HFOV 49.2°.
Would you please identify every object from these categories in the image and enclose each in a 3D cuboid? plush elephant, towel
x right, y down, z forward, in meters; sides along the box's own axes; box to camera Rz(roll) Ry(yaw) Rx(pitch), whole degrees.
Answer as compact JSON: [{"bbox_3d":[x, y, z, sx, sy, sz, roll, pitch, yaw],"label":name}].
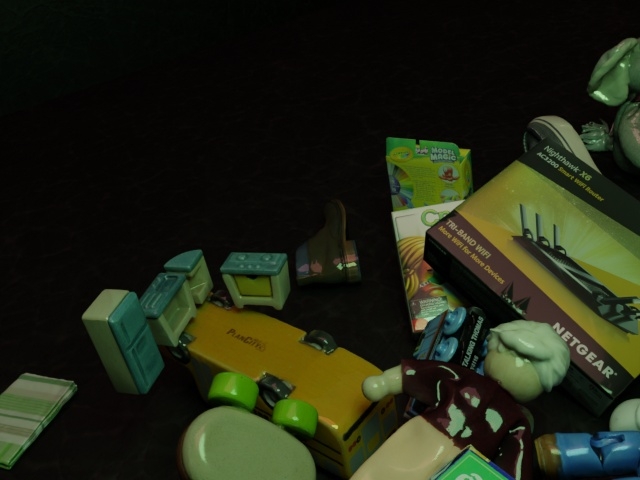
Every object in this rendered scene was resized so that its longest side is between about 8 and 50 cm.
[{"bbox_3d":[0.618,-0.254,1.244,0.272,0.255,0.330,-34,39,-31],"label":"plush elephant"},{"bbox_3d":[-0.436,0.257,1.006,0.113,0.023,0.152,3,37,25],"label":"towel"}]

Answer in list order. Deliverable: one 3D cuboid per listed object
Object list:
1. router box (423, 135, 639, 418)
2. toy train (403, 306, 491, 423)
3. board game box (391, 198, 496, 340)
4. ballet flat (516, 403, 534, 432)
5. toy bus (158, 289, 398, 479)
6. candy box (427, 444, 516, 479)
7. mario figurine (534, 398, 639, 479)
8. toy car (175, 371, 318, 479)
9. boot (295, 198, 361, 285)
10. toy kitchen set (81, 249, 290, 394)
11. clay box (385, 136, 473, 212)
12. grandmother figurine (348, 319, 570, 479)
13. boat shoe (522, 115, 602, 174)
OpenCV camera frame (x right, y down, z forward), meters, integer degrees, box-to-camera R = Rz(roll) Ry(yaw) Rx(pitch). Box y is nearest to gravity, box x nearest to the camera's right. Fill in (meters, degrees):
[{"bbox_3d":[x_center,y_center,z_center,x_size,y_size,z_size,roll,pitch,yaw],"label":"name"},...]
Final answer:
[{"bbox_3d":[0.328,0.034,0.916,0.243,0.081,0.309,-37,63,-17],"label":"router box"},{"bbox_3d":[0.160,0.165,0.887,0.080,0.105,0.184,35,52,-7],"label":"toy train"},{"bbox_3d":[0.269,0.027,1.023,0.305,0.053,0.193,-10,65,4],"label":"board game box"},{"bbox_3d":[0.184,0.235,0.806,0.188,0.070,0.070,-34,39,-32],"label":"ballet flat"},{"bbox_3d":[-0.067,0.176,0.910,0.333,0.130,0.108,17,43,36],"label":"toy bus"},{"bbox_3d":[0.183,0.338,0.457,0.122,0.268,0.317,-31,38,-27],"label":"candy box"},{"bbox_3d":[0.394,0.251,0.703,0.320,0.170,0.198,-13,73,14],"label":"mario figurine"},{"bbox_3d":[-0.106,0.258,0.762,0.149,0.188,0.155,28,51,-16],"label":"toy car"},{"bbox_3d":[0.000,0.000,1.207,0.106,0.082,0.219,-10,34,-3],"label":"boot"},{"bbox_3d":[-0.149,0.076,0.854,0.166,0.122,0.207,1,36,20],"label":"toy kitchen set"},{"bbox_3d":[0.180,-0.071,1.130,0.127,0.222,0.053,11,38,29],"label":"clay box"},{"bbox_3d":[0.131,0.208,0.724,0.342,0.104,0.208,-42,80,-14],"label":"grandmother figurine"},{"bbox_3d":[0.373,-0.101,1.195,0.158,0.127,0.340,-10,37,-1],"label":"boat shoe"}]
